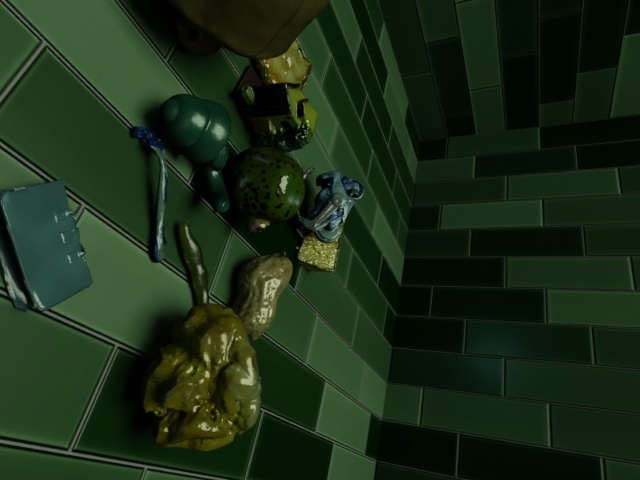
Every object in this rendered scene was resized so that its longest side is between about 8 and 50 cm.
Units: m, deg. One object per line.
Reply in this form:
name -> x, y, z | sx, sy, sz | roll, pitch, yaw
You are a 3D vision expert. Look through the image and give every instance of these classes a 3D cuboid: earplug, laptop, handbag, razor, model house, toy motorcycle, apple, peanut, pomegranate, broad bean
earplug -> -0.312, -0.234, 1.109 | 0.280, 0.164, 0.257 | 39, 69, -56
laptop -> -0.212, -0.457, 1.461 | 0.207, 0.026, 0.154 | 56, 43, -46
handbag -> -0.507, 0.008, 0.801 | 0.144, 0.057, 0.221 | -38, 123, -64
razor -> -0.390, -0.107, 1.045 | 0.093, 0.056, 0.324 | -10, 98, -65
model house -> -0.140, -0.401, 1.362 | 0.211, 0.194, 0.170 | 45, 54, -54
toy motorcycle -> 0.022, -0.157, 1.680 | 0.241, 0.182, 0.319 | 43, 64, -29
apple -> -0.313, -0.551, 1.141 | 0.102, 0.126, 0.126 | -88, 167, -69
peanut -> -0.194, 0.153, 1.347 | 0.159, 0.143, 0.291 | 33, 59, -19
pomegranate -> -0.167, -0.147, 1.312 | 0.254, 0.254, 0.270 | 17, 83, -63
broad bean -> -0.331, 0.086, 1.169 | 0.060, 0.043, 0.297 | -28, 116, -51

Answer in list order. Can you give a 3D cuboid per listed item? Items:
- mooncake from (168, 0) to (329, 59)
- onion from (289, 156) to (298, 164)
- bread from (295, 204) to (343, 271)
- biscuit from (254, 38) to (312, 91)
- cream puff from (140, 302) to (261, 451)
mooncake -> -0.204, -0.686, 1.060 | 0.467, 0.262, 0.467 | 32, 36, -27
onion -> -0.122, -0.239, 1.533 | 0.118, 0.118, 0.117 | -46, 151, -56
bread -> 0.000, 0.000, 1.790 | 0.142, 0.178, 0.266 | 109, -4, -67
biscuit -> -0.147, -0.676, 1.551 | 0.329, 0.078, 0.335 | -58, 138, -44
cream puff -> -0.296, 0.322, 1.027 | 0.257, 0.291, 0.324 | -18, 123, -33
